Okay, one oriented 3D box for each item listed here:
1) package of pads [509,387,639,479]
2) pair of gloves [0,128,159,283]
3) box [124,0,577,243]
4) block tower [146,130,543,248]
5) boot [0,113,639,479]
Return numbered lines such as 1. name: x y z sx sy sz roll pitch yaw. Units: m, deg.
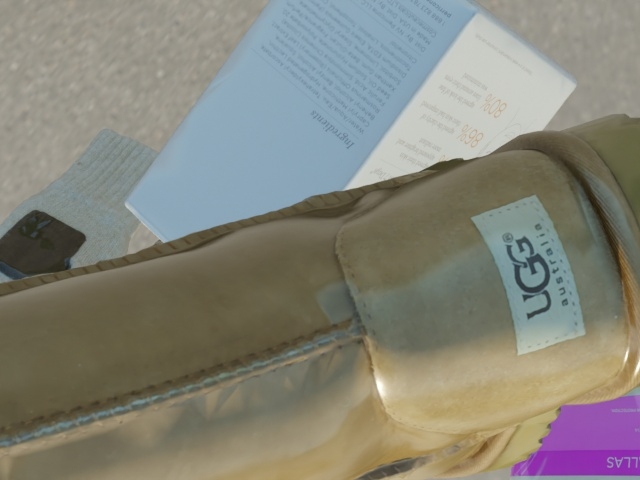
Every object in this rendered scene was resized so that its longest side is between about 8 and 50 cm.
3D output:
1. package of pads: 0.218 0.217 1.070 0.229 0.297 0.101 -5 163 42
2. pair of gloves: -0.123 0.035 1.296 0.240 0.204 0.042 35 150 15
3. box: 0.017 -0.046 0.850 0.091 0.130 0.170 42 100 27
4. block tower: 0.000 0.000 1.121 0.097 0.335 0.091 -9 110 51
5. boot: -0.067 0.044 0.452 0.269 0.236 0.089 -16 78 -17
